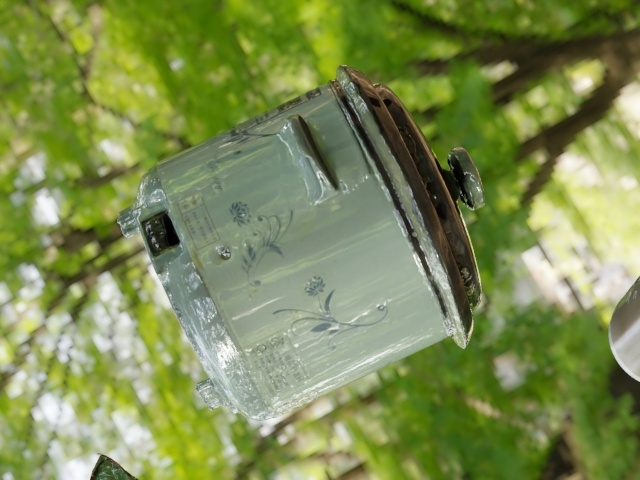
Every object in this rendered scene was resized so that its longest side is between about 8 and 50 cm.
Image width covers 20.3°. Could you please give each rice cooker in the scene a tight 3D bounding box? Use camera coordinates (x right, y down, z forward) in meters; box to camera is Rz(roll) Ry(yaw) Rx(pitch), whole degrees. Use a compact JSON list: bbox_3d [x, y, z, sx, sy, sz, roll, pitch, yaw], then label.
[{"bbox_3d":[0.000,0.000,1.537,0.316,0.317,0.264,57,-173,-52],"label":"rice cooker"}]

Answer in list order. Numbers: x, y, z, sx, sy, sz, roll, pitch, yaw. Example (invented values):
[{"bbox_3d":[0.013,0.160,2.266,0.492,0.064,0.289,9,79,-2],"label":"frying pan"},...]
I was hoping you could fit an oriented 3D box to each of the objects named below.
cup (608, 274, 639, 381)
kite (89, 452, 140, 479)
[{"bbox_3d":[0.235,0.037,1.134,0.074,0.102,0.099,34,157,3],"label":"cup"},{"bbox_3d":[-0.135,0.175,0.840,0.198,0.244,0.006,-80,-25,-49],"label":"kite"}]
